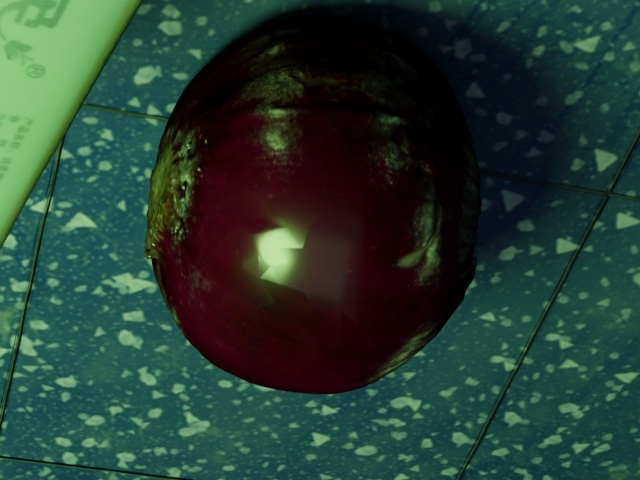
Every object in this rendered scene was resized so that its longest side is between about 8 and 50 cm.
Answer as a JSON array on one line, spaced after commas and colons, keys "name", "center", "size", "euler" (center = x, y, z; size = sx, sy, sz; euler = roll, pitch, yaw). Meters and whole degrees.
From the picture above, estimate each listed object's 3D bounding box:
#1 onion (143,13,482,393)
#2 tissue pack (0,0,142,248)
[{"name": "onion", "center": [0.000, 0.000, 1.443], "size": [0.282, 0.260, 0.336], "euler": [12, 132, -22]}, {"name": "tissue pack", "center": [-0.304, -0.171, 1.084], "size": [0.332, 0.205, 0.405], "euler": [15, 135, -25]}]
